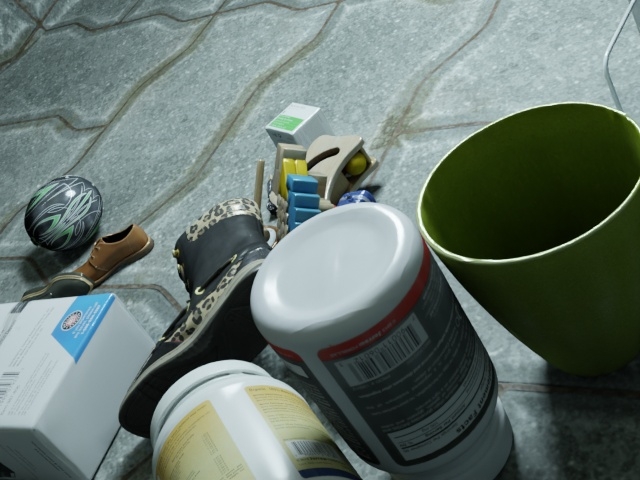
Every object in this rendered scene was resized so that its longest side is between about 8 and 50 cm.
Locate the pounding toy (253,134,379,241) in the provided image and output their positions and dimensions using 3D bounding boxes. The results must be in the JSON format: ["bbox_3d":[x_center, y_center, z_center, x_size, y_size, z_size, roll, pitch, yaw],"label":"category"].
[{"bbox_3d":[-0.019,-0.087,1.635,0.154,0.155,0.269,28,74,43],"label":"pounding toy"}]

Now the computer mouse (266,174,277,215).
[{"bbox_3d":[-0.017,-0.120,1.799,0.193,0.042,0.106,-22,40,18],"label":"computer mouse"}]

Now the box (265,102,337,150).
[{"bbox_3d":[-0.035,-0.210,1.868,0.087,0.102,0.101,-44,35,-19],"label":"box"}]

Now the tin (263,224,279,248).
[{"bbox_3d":[-0.136,0.046,1.696,0.106,0.040,0.190,4,49,46],"label":"tin"}]

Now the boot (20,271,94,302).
[{"bbox_3d":[-0.545,0.151,1.865,0.198,0.077,0.137,-26,38,33],"label":"boot"}]

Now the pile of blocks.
[{"bbox_3d":[0.000,0.000,1.478,0.149,0.112,0.362,131,138,-61],"label":"pile of blocks"}]

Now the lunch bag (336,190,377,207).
[{"bbox_3d":[0.067,-0.040,1.586,0.067,0.098,0.065,-8,39,39],"label":"lunch bag"}]

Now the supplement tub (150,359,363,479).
[{"bbox_3d":[-0.079,0.311,1.159,0.228,0.228,0.316,-37,35,-6],"label":"supplement tub"}]

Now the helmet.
[{"bbox_3d":[-0.566,-0.059,2.048,0.161,0.169,0.169,-17,35,48],"label":"helmet"}]

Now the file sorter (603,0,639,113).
[{"bbox_3d":[0.587,-0.257,1.368,0.277,0.193,0.173,7,54,43],"label":"file sorter"}]

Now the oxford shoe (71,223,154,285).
[{"bbox_3d":[-0.456,0.033,1.927,0.212,0.076,0.076,-34,36,1],"label":"oxford shoe"}]

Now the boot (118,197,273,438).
[{"bbox_3d":[-0.196,0.118,1.515,0.377,0.138,0.284,-51,29,18],"label":"boot"}]

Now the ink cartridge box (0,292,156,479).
[{"bbox_3d":[-0.525,0.258,1.624,0.395,0.166,0.285,-6,42,31],"label":"ink cartridge box"}]

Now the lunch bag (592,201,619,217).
[{"bbox_3d":[0.453,-0.056,1.249,0.219,0.176,0.090,17,96,45],"label":"lunch bag"}]

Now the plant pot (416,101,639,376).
[{"bbox_3d":[0.300,0.028,1.150,0.274,0.293,0.275,-20,37,16],"label":"plant pot"}]

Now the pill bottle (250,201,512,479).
[{"bbox_3d":[0.088,0.147,1.109,0.210,0.363,0.210,-21,37,17],"label":"pill bottle"}]
